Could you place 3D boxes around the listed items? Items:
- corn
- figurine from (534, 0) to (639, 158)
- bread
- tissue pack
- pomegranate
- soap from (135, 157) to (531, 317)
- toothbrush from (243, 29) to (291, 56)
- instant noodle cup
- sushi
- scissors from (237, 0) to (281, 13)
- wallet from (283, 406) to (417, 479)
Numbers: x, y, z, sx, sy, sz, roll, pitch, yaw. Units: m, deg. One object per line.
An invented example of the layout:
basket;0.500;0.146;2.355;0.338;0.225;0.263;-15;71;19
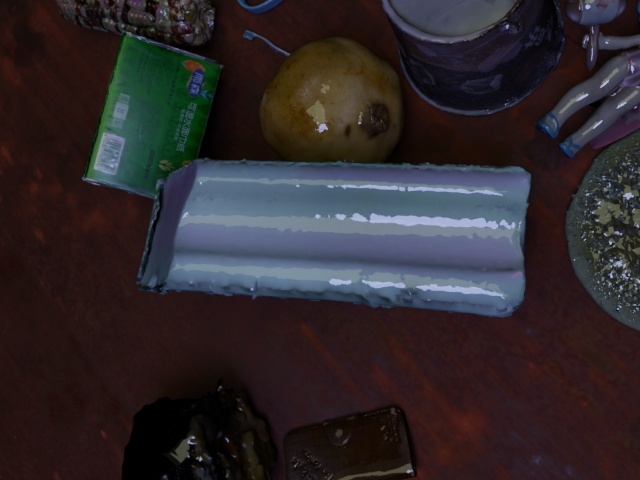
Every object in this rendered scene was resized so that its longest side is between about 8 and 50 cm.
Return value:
corn;-0.284;-0.353;1.005;0.281;0.092;0.092;15;90;24
figurine;0.351;-0.218;0.751;0.260;0.103;0.205;-44;92;14
bread;0.418;-0.017;0.750;0.267;0.040;0.266;-2;84;20
tissue pack;-0.243;-0.166;0.952;0.148;0.156;0.209;15;89;-16
pomegranate;0.022;-0.162;0.829;0.196;0.196;0.196;-2;85;19
soap;0.000;0.000;0.770;0.446;0.261;0.156;2;85;12
toothbrush;-0.059;-0.279;0.955;0.131;0.011;0.013;30;83;19
instant noodle cup;0.174;-0.277;0.770;0.218;0.207;0.217;-2;84;20
sushi;-0.174;0.308;0.851;0.204;0.200;0.213;-24;91;18
scissors;-0.008;-0.406;0.937;0.256;0.030;0.125;-5;83;22
wallet;0.032;0.280;0.857;0.176;0.026;0.095;-18;60;18
